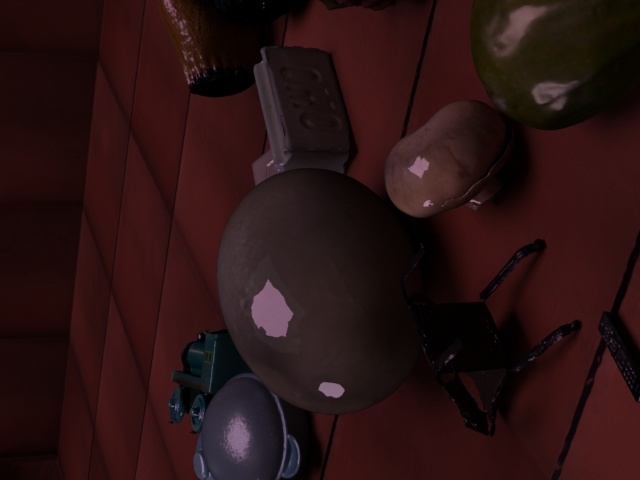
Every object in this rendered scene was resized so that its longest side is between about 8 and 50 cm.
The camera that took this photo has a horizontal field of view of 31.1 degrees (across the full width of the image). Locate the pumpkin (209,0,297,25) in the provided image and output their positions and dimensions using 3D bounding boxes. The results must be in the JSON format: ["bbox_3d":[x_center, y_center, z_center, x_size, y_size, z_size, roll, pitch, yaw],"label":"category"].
[{"bbox_3d":[-0.105,-0.440,1.849,0.194,0.150,0.194,-176,90,-65],"label":"pumpkin"}]

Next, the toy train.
[{"bbox_3d":[-0.199,0.260,2.142,0.298,0.120,0.194,174,103,-68],"label":"toy train"}]

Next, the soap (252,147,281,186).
[{"bbox_3d":[-0.035,-0.067,1.737,0.121,0.064,0.183,-36,52,35],"label":"soap"}]

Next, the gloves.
[{"bbox_3d":[-0.201,-0.426,1.990,0.155,0.203,0.356,-1,96,59],"label":"gloves"}]

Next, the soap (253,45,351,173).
[{"bbox_3d":[-0.025,-0.194,1.703,0.063,0.115,0.198,121,142,-52],"label":"soap"}]

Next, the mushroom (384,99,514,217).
[{"bbox_3d":[0.146,-0.083,1.276,0.154,0.122,0.154,-42,13,12],"label":"mushroom"}]

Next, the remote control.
[{"bbox_3d":[0.284,0.107,1.069,0.034,0.016,0.091,90,165,-48],"label":"remote control"}]

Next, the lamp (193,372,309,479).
[{"bbox_3d":[-0.121,0.333,1.894,0.284,0.147,0.209,126,136,-57],"label":"lamp"}]

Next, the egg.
[{"bbox_3d":[0.000,0.058,1.454,0.352,0.259,0.258,61,144,41],"label":"egg"}]

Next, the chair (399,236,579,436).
[{"bbox_3d":[0.157,0.105,1.224,0.213,0.149,0.174,109,150,-47],"label":"chair"}]

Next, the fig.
[{"bbox_3d":[0.223,-0.192,1.032,0.233,0.167,0.167,157,111,-73],"label":"fig"}]

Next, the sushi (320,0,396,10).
[{"bbox_3d":[0.037,-0.410,1.481,0.270,0.171,0.236,-127,42,-59],"label":"sushi"}]
